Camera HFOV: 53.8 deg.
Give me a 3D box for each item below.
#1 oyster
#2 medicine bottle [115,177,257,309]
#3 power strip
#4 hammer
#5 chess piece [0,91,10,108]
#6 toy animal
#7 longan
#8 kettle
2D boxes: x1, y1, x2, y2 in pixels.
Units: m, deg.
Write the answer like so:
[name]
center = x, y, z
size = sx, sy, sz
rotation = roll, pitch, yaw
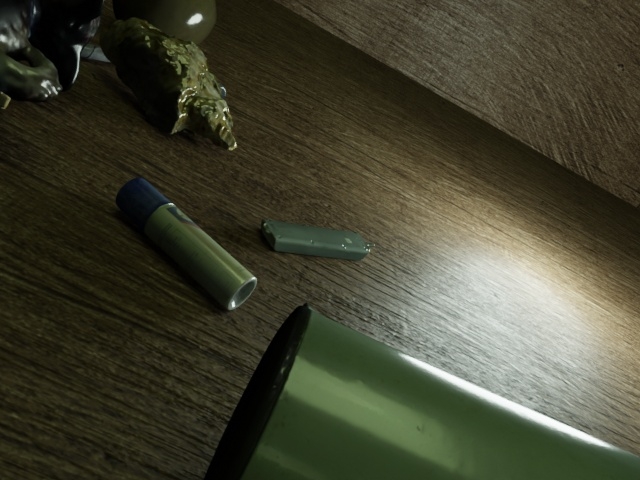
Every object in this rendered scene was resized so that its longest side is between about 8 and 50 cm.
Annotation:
[oyster]
center = -0.293, -0.300, 1.202
size = 0.341, 0.166, 0.110
rotation = 57, 21, 2
[medicine bottle]
center = -0.189, 0.002, 0.877
size = 0.231, 0.059, 0.059
rotation = 40, 28, 16
[power strip]
center = 0.000, 0.000, 1.113
size = 0.252, 0.027, 0.060
rotation = 8, 34, -39
[hammer]
center = -0.400, -0.375, 1.321
size = 0.427, 0.044, 0.152
rotation = 0, 39, -45
[chess piece]
center = -0.527, -0.244, 0.948
size = 0.122, 0.066, 0.066
rotation = 26, 27, -23
[toy animal]
center = -0.441, -0.335, 0.933
size = 0.302, 0.194, 0.344
rotation = 43, 32, -3
[longan]
center = -0.360, -0.543, 1.460
size = 0.248, 0.248, 0.248
rotation = 24, 27, -14
[kettle]
center = 0.074, 0.276, 0.543
size = 0.376, 0.250, 0.361
rotation = 27, 55, -3
